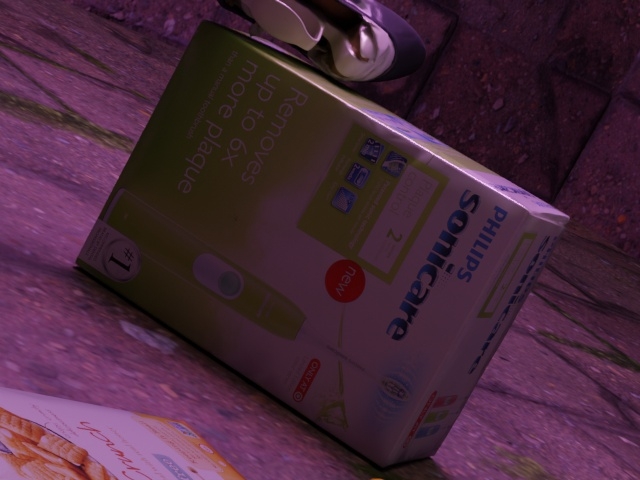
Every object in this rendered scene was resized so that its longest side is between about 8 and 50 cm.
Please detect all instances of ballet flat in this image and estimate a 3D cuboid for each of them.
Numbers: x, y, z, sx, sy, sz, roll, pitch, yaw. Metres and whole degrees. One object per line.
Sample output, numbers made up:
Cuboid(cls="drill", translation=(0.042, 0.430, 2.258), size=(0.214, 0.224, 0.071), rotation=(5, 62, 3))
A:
Cuboid(cls="ballet flat", translation=(-0.001, -0.155, 1.349), size=(0.203, 0.074, 0.074), rotation=(30, 7, -33))

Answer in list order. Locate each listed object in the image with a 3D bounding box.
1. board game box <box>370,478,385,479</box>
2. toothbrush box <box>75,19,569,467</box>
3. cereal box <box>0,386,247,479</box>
Cuboid(cls="board game box", translation=(0.223, 0.227, 0.744), size=(0.390, 0.050, 0.390), rotation=(14, 13, -15))
Cuboid(cls="toothbrush box", translation=(0.000, 0.000, 1.333), size=(0.283, 0.206, 0.122), rotation=(33, 10, 18))
Cuboid(cls="cereal box", translation=(-0.106, 0.126, 0.836), size=(0.173, 0.047, 0.240), rotation=(38, 12, 39))
